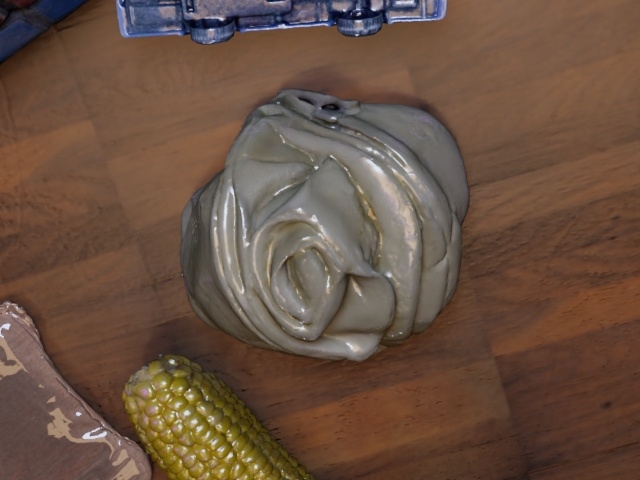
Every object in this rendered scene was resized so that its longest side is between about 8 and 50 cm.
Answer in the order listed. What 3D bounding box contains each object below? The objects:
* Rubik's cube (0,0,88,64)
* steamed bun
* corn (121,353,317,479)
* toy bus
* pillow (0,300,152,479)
[{"bbox_3d":[-0.354,-0.226,0.791,0.293,0.292,0.286,-33,82,8],"label":"Rubik's cube"},{"bbox_3d":[0.001,-0.002,0.950,0.218,0.144,0.211,9,106,-1],"label":"steamed bun"},{"bbox_3d":[-0.048,0.206,1.038,0.101,0.101,0.291,-39,101,12],"label":"corn"},{"bbox_3d":[-0.028,-0.192,0.923,0.237,0.094,0.079,-3,112,5],"label":"toy bus"},{"bbox_3d":[-0.245,0.162,1.067,0.135,0.034,0.211,-36,103,8],"label":"pillow"}]
